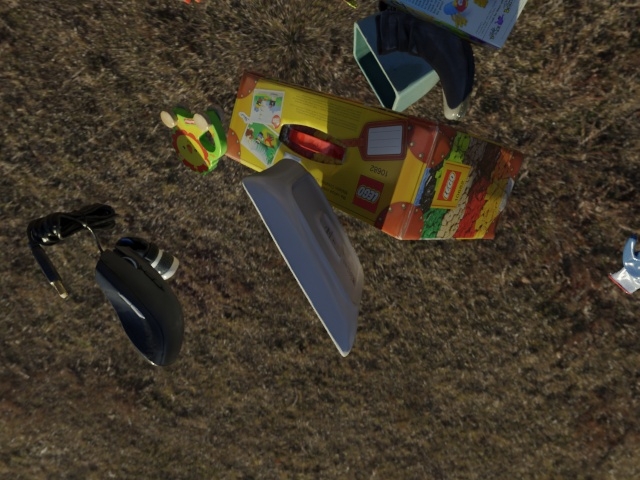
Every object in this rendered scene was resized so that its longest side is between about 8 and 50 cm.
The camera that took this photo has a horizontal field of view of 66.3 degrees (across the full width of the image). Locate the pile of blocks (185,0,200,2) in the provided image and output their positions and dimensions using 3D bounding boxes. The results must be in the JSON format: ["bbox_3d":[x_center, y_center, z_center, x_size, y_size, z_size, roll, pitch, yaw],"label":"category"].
[{"bbox_3d":[-0.304,-0.689,1.277,0.361,0.149,0.113,-1,128,8],"label":"pile of blocks"}]

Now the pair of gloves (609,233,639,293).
[{"bbox_3d":[0.564,0.070,0.783,0.023,0.159,0.198,-37,71,-21],"label":"pair of gloves"}]

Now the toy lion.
[{"bbox_3d":[-0.159,-0.129,0.640,0.100,0.034,0.096,13,133,33],"label":"toy lion"}]

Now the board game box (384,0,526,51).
[{"bbox_3d":[0.224,-0.466,0.877,0.275,0.142,0.144,26,111,1],"label":"board game box"}]

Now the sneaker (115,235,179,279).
[{"bbox_3d":[-0.439,0.044,1.129,0.216,0.079,0.121,-15,135,30],"label":"sneaker"}]

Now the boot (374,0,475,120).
[{"bbox_3d":[0.237,-0.447,1.150,0.222,0.118,0.338,-4,101,1],"label":"boot"}]

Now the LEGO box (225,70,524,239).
[{"bbox_3d":[0.104,-0.181,1.037,0.372,0.500,0.193,-1,113,-47],"label":"LEGO box"}]

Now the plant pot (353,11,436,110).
[{"bbox_3d":[0.267,-0.557,1.462,0.252,0.247,0.248,-29,88,2],"label":"plant pot"}]

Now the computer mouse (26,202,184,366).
[{"bbox_3d":[-0.270,0.060,0.660,0.060,0.184,0.262,-28,90,14],"label":"computer mouse"}]

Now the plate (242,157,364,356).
[{"bbox_3d":[0.000,0.000,0.759,0.045,0.277,0.278,-27,100,13],"label":"plate"}]

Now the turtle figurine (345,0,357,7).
[{"bbox_3d":[0.126,-0.742,1.310,0.087,0.270,0.217,23,119,-22],"label":"turtle figurine"}]
